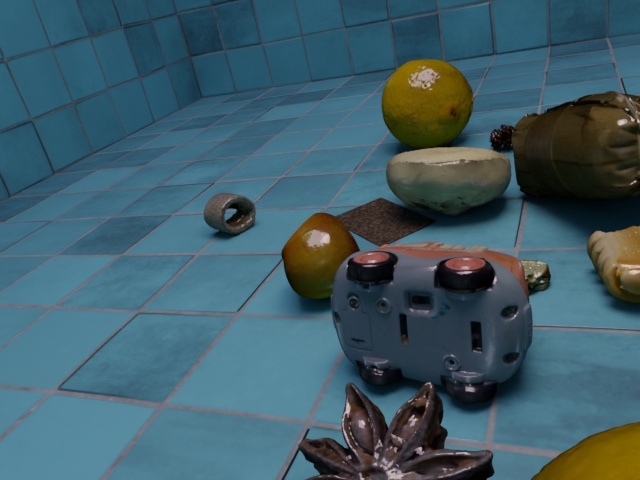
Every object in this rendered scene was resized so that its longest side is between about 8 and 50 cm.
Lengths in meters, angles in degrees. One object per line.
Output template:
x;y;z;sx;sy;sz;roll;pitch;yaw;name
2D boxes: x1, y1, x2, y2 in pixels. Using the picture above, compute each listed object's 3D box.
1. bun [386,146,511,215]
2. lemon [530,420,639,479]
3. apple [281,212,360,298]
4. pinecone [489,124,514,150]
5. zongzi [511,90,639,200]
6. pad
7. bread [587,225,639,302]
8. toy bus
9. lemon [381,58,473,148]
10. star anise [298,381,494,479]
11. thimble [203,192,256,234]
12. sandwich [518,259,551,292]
0.290;-0.136;1.319;0.287;0.146;0.287;-1;15;0;bun
0.240;0.260;0.355;0.296;0.297;0.297;-11;25;5;lemon
-0.004;0.031;1.091;0.147;0.146;0.163;-29;65;-7;apple
0.515;-0.285;1.608;0.083;0.077;0.077;-31;15;30;pinecone
0.669;-0.208;1.091;0.466;0.218;0.500;-16;8;-2;zongzi
0.144;-0.049;1.370;0.158;0.003;0.235;-23;27;-20;pad
0.500;0.036;0.919;0.119;0.084;0.177;-4;27;16;bread
0.173;0.090;0.856;0.287;0.194;0.232;2;21;31;toy bus
0.318;-0.412;1.737;0.292;0.293;0.293;-11;25;5;lemon
0.074;0.271;0.617;0.223;0.109;0.236;-39;43;-2;star anise
-0.237;-0.072;1.496;0.115;0.102;0.090;4;7;-45;thimble
0.341;0.066;0.992;0.104;0.036;0.093;-1;27;22;sandwich
